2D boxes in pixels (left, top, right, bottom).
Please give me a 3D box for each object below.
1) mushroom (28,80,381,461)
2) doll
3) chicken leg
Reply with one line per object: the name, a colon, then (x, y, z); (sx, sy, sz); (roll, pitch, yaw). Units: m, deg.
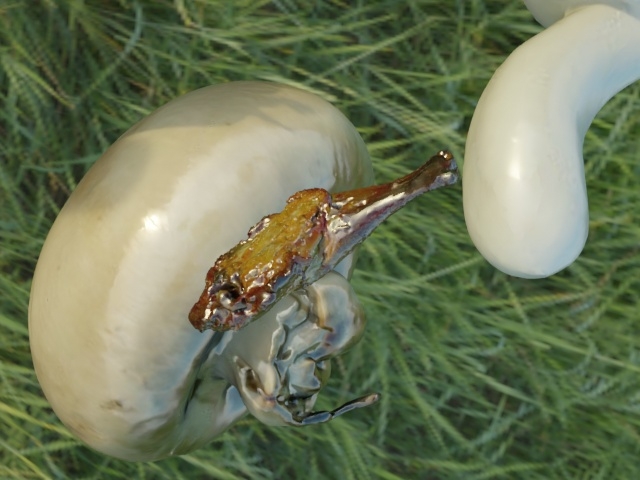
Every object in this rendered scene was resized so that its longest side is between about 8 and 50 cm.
mushroom: (-0.071, 0.045, 1.127); (0.362, 0.294, 0.362); (-46, 161, -22)
doll: (0.076, -0.137, 0.485); (0.242, 0.159, 0.311); (28, 71, -12)
chicken leg: (-0.001, -0.001, 0.620); (0.145, 0.062, 0.037); (-34, 107, -8)
